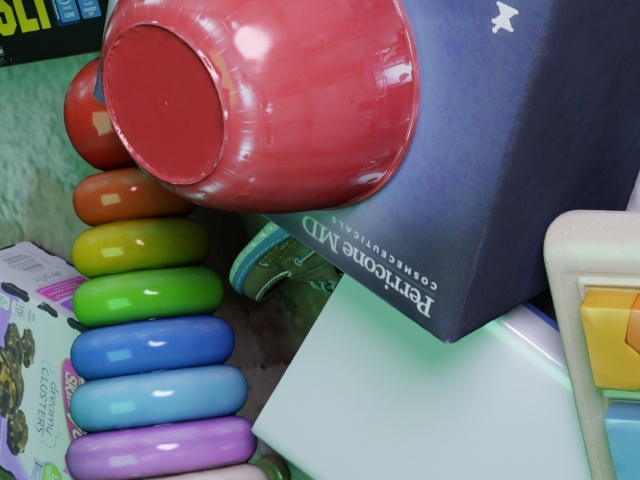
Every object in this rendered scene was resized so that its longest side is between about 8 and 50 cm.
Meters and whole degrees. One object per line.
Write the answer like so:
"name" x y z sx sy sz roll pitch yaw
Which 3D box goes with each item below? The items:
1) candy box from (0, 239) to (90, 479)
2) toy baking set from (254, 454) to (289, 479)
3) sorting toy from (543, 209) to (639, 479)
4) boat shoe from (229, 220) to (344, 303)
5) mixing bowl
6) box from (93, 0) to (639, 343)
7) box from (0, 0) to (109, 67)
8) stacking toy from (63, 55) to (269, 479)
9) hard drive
"candy box" -0.194 0.114 1.527 0.196 0.070 0.164 25 119 33
"toy baking set" -0.021 0.272 1.475 0.256 0.030 0.196 38 131 25
"sorting toy" 0.223 0.084 1.064 0.193 0.038 0.208 2 120 29
"boat shoe" 0.000 0.000 1.303 0.066 0.066 0.183 46 140 3
"mixing bowl" -0.048 -0.084 1.024 0.181 0.098 0.181 21 124 34
"box" 0.046 -0.153 1.106 0.296 0.183 0.294 34 131 28
"box" -0.226 -0.254 1.392 0.322 0.079 0.257 -2 109 44
"stacking toy" -0.124 0.032 1.360 0.141 0.141 0.330 -12 85 46
"hard drive" 0.126 0.147 1.219 0.319 0.040 0.210 37 132 8
